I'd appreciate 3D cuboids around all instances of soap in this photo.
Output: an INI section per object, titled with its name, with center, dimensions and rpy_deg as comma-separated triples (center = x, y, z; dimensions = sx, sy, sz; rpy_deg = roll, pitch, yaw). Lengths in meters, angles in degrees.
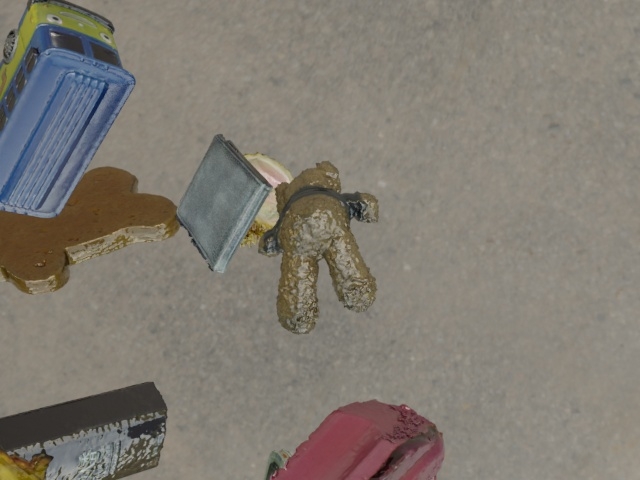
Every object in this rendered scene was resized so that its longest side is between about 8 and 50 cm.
[soap]
center = 0.028, 0.301, 0.879
dimensions = 0.112, 0.289, 0.182
rpy_deg = 22, 129, 32

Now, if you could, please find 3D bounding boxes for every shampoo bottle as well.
[shampoo bottle]
center = -0.311, 0.226, 0.789
dimensions = 0.309, 0.071, 0.098
rpy_deg = -8, 132, -36

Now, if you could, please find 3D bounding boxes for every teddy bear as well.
[teddy bear]
center = -0.003, -0.011, 1.054
dimensions = 0.181, 0.251, 0.129
rpy_deg = -14, 142, 1

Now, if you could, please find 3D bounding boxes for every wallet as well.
[wallet]
center = -0.160, -0.065, 1.248
dimensions = 0.036, 0.222, 0.167
rpy_deg = 22, 105, -36

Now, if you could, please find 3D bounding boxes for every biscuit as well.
[biscuit]
center = -0.538, -0.027, 1.658
dimensions = 0.368, 0.394, 0.076
rpy_deg = 30, 137, 39

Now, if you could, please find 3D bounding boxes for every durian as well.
[durian]
center = -0.142, -0.083, 1.676
dimensions = 0.183, 0.249, 0.138
rpy_deg = 46, 127, 8

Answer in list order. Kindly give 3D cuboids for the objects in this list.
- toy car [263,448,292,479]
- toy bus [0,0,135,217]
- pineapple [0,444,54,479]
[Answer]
[toy car]
center = -0.069, 0.443, 1.254
dimensions = 0.056, 0.095, 0.205
rpy_deg = 8, 94, -25
[toy bus]
center = -0.405, -0.191, 1.134
dimensions = 0.138, 0.175, 0.288
rpy_deg = 13, 128, -41
[pineapple]
center = -0.302, 0.221, 0.490
dimensions = 0.161, 0.334, 0.158
rpy_deg = -44, 107, 3
